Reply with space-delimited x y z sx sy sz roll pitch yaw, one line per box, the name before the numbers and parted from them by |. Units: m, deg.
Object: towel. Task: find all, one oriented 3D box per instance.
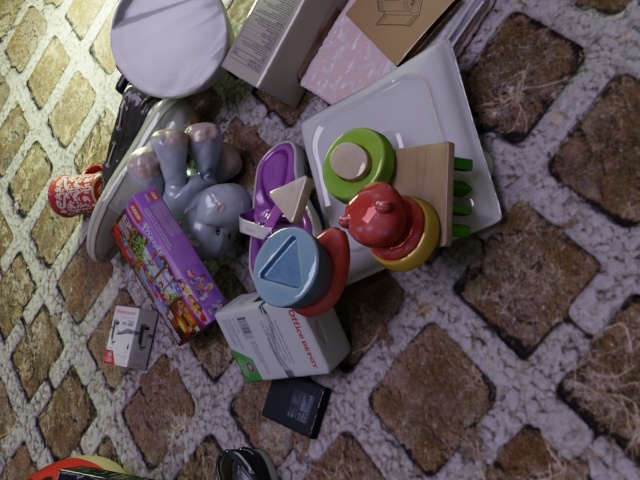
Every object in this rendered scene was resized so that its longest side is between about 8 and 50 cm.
towel | 0.131 -0.380 1.598 0.317 0.053 0.332 43 104 43

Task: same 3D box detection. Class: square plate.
square plate | 0.117 -0.133 1.470 0.347 0.049 0.344 -25 68 34

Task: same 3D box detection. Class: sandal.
sandal | -0.097 -0.056 1.580 0.169 0.102 0.416 -40 33 22

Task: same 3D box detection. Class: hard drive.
hard drive | -0.047 0.299 1.541 0.135 0.022 0.094 14 85 44

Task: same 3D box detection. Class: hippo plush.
hippo plush | -0.272 -0.079 1.733 0.294 0.234 0.236 -47 49 19

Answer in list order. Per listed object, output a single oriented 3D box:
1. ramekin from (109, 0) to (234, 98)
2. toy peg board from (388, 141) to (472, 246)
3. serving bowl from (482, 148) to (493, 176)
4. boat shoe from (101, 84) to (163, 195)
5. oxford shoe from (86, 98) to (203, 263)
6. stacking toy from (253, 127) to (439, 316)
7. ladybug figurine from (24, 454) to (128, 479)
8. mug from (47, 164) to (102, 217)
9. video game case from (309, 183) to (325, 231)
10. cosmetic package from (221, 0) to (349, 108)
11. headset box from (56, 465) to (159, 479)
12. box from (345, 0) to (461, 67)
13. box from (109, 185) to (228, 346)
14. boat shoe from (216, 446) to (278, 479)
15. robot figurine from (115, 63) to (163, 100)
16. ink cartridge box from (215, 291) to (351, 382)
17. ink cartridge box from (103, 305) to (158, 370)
ramekin | -0.314 -0.443 1.839 0.273 0.127 0.273 0 93 10
toy peg board | 0.172 -0.067 1.348 0.161 0.079 0.161 -2 84 52
serving bowl | 0.250 -0.120 1.413 0.083 0.027 0.083 -15 66 39
boat shoe | -0.466 -0.224 2.002 0.095 0.112 0.335 36 122 5
oxford shoe | -0.403 -0.120 1.939 0.130 0.169 0.449 35 104 7
stacking toy | 0.004 -0.046 1.329 0.309 0.130 0.279 -33 56 25
ladybug figurine | -0.563 0.617 1.805 0.449 0.162 0.305 -24 60 35
mug | -0.599 -0.137 2.142 0.169 0.113 0.150 -3 75 39
video game case | 0.000 0.000 1.603 0.193 0.023 0.212 -47 49 20
cosmetic package | -0.059 -0.447 1.741 0.153 0.129 0.296 39 102 41
headset box | -0.370 0.578 1.586 0.283 0.131 0.246 10 80 6
box | 0.150 -0.433 1.551 0.164 0.021 0.201 -48 49 16
box | -0.311 0.058 1.700 0.293 0.057 0.201 58 146 4
boat shoe | -0.105 0.501 1.475 0.114 0.091 0.302 -51 48 17
robot figurine | -0.378 -0.447 2.007 0.209 0.173 0.278 35 102 9
ink cartridge box | -0.067 0.166 1.515 0.208 0.087 0.153 -12 107 39
ink cartridge box | -0.431 0.219 1.897 0.099 0.056 0.135 1 77 43
